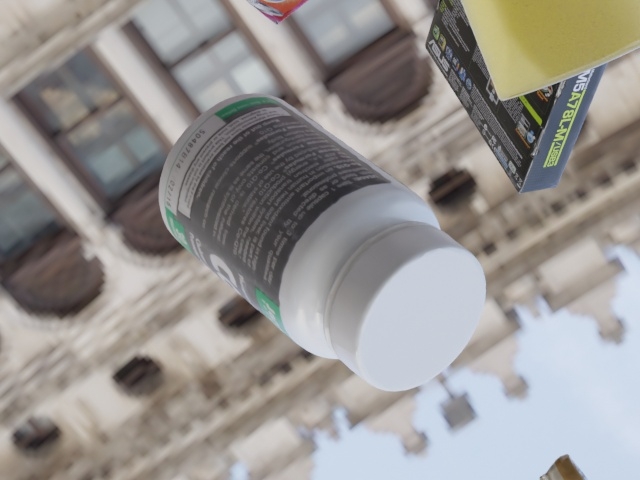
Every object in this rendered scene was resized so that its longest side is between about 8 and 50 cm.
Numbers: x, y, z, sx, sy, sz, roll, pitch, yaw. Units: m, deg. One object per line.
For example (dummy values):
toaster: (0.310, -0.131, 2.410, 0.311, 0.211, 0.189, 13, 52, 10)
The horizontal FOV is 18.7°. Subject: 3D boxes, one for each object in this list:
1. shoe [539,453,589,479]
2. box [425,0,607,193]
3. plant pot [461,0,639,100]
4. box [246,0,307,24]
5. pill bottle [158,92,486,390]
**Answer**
shoe: (0.213, 0.241, 1.637, 0.058, 0.219, 0.076, -36, -116, -4)
box: (0.159, -0.167, 1.582, 0.045, 0.184, 0.190, -9, -131, -26)
plant pot: (0.190, -0.252, 1.329, 0.187, 0.212, 0.212, -8, -132, 18)
box: (-0.053, -0.381, 2.157, 0.128, 0.123, 0.257, -36, -142, 25)
pill bottle: (0.000, 0.000, 2.102, 0.204, 0.204, 0.361, -43, -134, -10)
